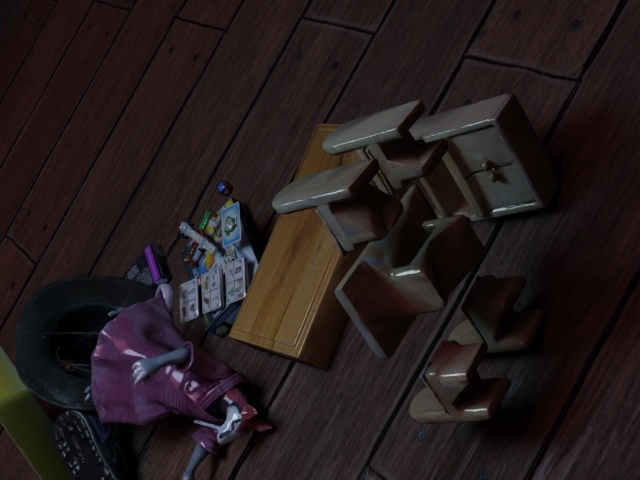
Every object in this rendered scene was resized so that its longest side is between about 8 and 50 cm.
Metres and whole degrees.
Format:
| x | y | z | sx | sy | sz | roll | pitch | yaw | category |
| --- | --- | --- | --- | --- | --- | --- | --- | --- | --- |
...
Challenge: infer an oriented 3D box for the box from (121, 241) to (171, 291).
| x | y | z | sx | sy | sz | roll | pitch | yaw | category |
| --- | --- | --- | --- | --- | --- | --- | --- | --- | --- |
| -0.378 | 0.096 | 2.236 | 0.162 | 0.029 | 0.116 | -46 | 38 | 16 | box |

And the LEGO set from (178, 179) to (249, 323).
| x | y | z | sx | sy | sz | roll | pitch | yaw | category |
| --- | --- | --- | --- | --- | --- | --- | --- | --- | --- |
| -0.191 | 0.019 | 1.994 | 0.182 | 0.060 | 0.244 | -24 | 62 | 39 | LEGO set |

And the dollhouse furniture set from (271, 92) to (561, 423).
| x | y | z | sx | sy | sz | roll | pitch | yaw | category |
| --- | --- | --- | --- | --- | --- | --- | --- | --- | --- |
| 0.120 | -0.009 | 1.476 | 0.256 | 0.362 | 0.394 | -12 | 30 | 44 | dollhouse furniture set |

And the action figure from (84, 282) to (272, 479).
| x | y | z | sx | sy | sz | roll | pitch | yaw | category |
| --- | --- | --- | --- | --- | --- | --- | --- | --- | --- |
| -0.224 | 0.259 | 1.860 | 0.370 | 0.276 | 0.248 | 15 | 121 | 30 | action figure |

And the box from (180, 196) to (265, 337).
| x | y | z | sx | sy | sz | roll | pitch | yaw | category |
| --- | --- | --- | --- | --- | --- | --- | --- | --- | --- |
| -0.175 | 0.047 | 2.019 | 0.159 | 0.044 | 0.233 | -47 | 39 | 18 | box |

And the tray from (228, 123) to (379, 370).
| x | y | z | sx | sy | sz | roll | pitch | yaw | category |
| --- | --- | --- | --- | --- | --- | --- | --- | --- | --- |
| 0.000 | 0.000 | 1.825 | 0.203 | 0.076 | 0.410 | 9 | 73 | 51 | tray |

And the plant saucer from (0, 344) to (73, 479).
| x | y | z | sx | sy | sz | roll | pitch | yaw | category |
| --- | --- | --- | --- | --- | --- | --- | --- | --- | --- |
| -0.579 | 0.346 | 2.117 | 0.081 | 0.332 | 0.333 | -35 | 34 | -18 | plant saucer |

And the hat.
| x | y | z | sx | sy | sz | roll | pitch | yaw | category |
| --- | --- | --- | --- | --- | --- | --- | --- | --- | --- |
| -0.435 | 0.223 | 2.098 | 0.134 | 0.331 | 0.331 | 98 | 165 | -46 | hat |

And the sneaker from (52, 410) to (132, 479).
| x | y | z | sx | sy | sz | roll | pitch | yaw | category |
| --- | --- | --- | --- | --- | --- | --- | --- | --- | --- |
| -0.375 | 0.435 | 1.961 | 0.107 | 0.124 | 0.283 | -33 | 69 | 23 | sneaker |
